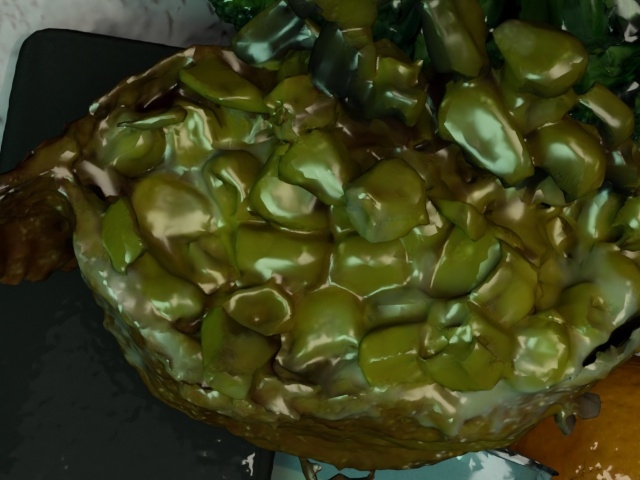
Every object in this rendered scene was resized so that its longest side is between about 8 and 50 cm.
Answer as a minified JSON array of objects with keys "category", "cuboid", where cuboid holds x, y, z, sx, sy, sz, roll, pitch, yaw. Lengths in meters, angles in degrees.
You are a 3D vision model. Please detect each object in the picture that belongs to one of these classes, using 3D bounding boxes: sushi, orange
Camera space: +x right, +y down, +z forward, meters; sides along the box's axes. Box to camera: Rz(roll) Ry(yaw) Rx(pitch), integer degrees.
[{"category":"sushi","cuboid":[0.004,-0.001,0.713,0.296,0.179,0.167,19,74,5]},{"category":"orange","cuboid":[0.137,0.124,0.884,0.135,0.117,0.135,30,45,-36]}]

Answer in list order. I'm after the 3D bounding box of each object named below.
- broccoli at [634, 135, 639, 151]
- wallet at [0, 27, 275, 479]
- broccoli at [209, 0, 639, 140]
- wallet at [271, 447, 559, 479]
[{"category":"broccoli","cuboid":[0.225,-0.039,0.873,0.226,0.176,0.198,5,87,-32]},{"category":"wallet","cuboid":[-0.083,0.032,0.813,0.149,0.044,0.250,7,77,2]},{"category":"broccoli","cuboid":[0.074,-0.179,0.760,0.297,0.297,0.297,0,84,3]},{"category":"wallet","cuboid":[-0.018,0.188,0.825,0.176,0.075,0.250,20,85,21]}]
